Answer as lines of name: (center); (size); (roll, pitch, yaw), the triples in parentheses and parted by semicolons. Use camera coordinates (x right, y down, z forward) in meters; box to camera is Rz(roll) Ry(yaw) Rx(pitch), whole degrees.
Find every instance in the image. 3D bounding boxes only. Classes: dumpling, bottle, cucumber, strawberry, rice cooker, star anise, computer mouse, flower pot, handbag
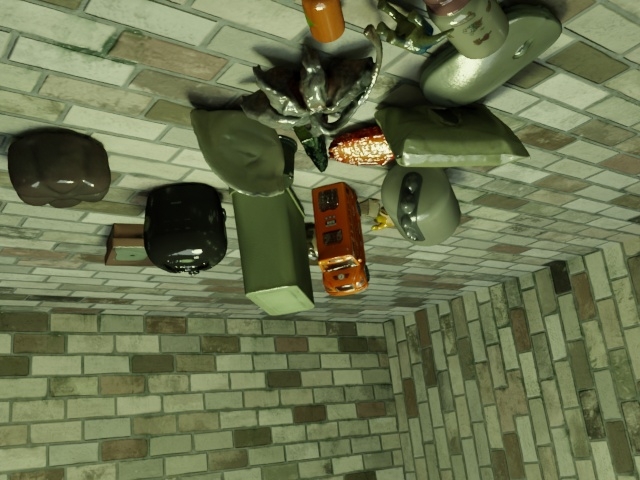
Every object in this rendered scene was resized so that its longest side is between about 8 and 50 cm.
dumpling: (-0.190, -0.189, 1.551); (0.243, 0.227, 0.175); (4, 142, -16)
bottle: (0.250, -0.419, 1.191); (0.109, 0.110, 0.233); (-18, 159, 30)
cucumber: (-0.011, -0.247, 1.691); (0.062, 0.078, 0.211); (-26, 160, 8)
strawberry: (0.113, -0.255, 1.725); (0.188, 0.082, 0.121); (0, 143, 9)
rice cooker: (-0.398, -0.026, 1.982); (0.267, 0.225, 0.267); (-7, 164, -2)
star anise: (-0.017, -0.304, 1.405); (0.315, 0.139, 0.359); (-15, 162, 3)
bottle: (-0.001, -0.423, 1.161); (0.069, 0.069, 0.187); (-9, 161, 6)
computer mouse: (0.353, -0.373, 1.411); (0.197, 0.095, 0.331); (-1, 162, -32)
flower pot: (-0.131, -0.196, 1.751); (0.157, 0.107, 0.157); (-8, 162, -3)
handbag: (0.296, -0.253, 1.555); (0.315, 0.253, 0.109); (-4, 123, -8)

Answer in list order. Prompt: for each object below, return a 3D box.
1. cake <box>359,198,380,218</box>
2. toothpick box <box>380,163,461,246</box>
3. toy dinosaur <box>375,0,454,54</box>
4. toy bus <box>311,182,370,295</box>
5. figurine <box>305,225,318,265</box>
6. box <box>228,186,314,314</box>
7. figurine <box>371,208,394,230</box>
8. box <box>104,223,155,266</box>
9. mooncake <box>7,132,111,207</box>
cake: (0.142, -0.109, 2.247); (0.052, 0.065, 0.121); (8, 180, -39)
toothpick box: (0.291, -0.108, 1.977); (0.228, 0.229, 0.316); (-12, 161, 15)
toy dinosaur: (0.201, -0.372, 1.240); (0.188, 0.075, 0.247); (14, -166, -36)
toy bus: (0.056, -0.003, 2.053); (0.142, 0.330, 0.153); (-11, 159, 15)
figurine: (0.003, 0.006, 2.370); (0.275, 0.161, 0.158); (-13, 138, 15)
box: (-0.138, 0.025, 2.042); (0.177, 0.344, 0.352); (-12, 161, 6)
figurine: (0.284, -0.082, 2.253); (0.156, 0.131, 0.246); (25, 158, -33)
box: (-0.611, 0.018, 2.263); (0.215, 0.086, 0.215); (1, 161, -24)
mooncake: (-0.634, -0.166, 1.629); (0.244, 0.134, 0.245); (-9, 169, -2)
